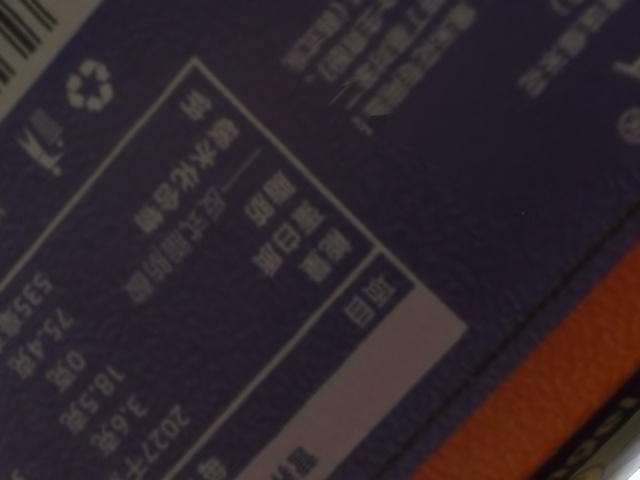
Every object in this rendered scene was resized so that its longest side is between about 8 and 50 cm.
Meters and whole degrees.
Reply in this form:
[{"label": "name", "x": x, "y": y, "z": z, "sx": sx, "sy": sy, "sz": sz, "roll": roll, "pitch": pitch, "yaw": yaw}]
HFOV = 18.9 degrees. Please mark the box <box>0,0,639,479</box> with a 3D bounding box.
[{"label": "box", "x": 0.035, "y": -0.050, "z": 0.570, "sx": 0.349, "sy": 0.257, "sz": 0.318, "roll": -47, "pitch": -13, "yaw": 14}]
